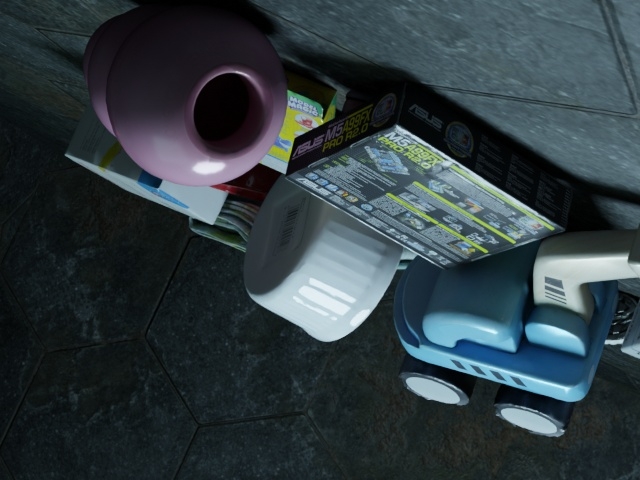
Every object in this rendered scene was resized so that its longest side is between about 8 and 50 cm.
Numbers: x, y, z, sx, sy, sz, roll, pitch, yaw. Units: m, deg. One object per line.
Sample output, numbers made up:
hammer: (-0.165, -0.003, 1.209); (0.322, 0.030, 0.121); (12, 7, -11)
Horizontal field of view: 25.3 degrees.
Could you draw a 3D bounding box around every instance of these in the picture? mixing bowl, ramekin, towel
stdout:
mixing bowl: (-0.094, -0.118, 2.320); (0.181, 0.098, 0.181); (13, 178, 1)
ramekin: (0.000, 0.000, 2.143); (0.135, 0.277, 0.277); (25, 175, -24)
towel: (-0.014, -0.025, 2.508); (0.374, 0.090, 0.320); (2, -169, -33)

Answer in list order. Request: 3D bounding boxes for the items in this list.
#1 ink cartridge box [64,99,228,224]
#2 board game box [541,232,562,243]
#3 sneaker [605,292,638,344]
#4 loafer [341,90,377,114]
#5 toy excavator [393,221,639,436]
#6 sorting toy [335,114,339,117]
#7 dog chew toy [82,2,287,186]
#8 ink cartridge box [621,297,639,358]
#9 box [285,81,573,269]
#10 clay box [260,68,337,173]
ink cartridge box: (-0.273, -0.159, 2.411); (0.232, 0.168, 0.171); (21, 173, 34)
board game box: (0.289, -0.003, 1.986); (0.168, 0.033, 0.133); (20, -172, 36)
sneaker: (0.436, 0.122, 2.386); (0.271, 0.100, 0.108); (19, 177, 45)
loafer: (0.106, -0.099, 1.785); (0.096, 0.084, 0.267); (20, 173, 38)
toy excavator: (0.282, 0.073, 1.812); (0.433, 0.222, 0.445); (14, 158, 22)
sorting toy: (-0.004, -0.159, 1.985); (0.208, 0.038, 0.193); (29, 174, -2)
dog chew toy: (-0.178, -0.187, 1.681); (0.206, 0.206, 0.332); (28, -179, -34)
ink cartridge box: (0.461, 0.096, 1.867); (0.072, 0.127, 0.175); (22, 175, 5)
box: (0.127, -0.068, 1.694); (0.270, 0.060, 0.216); (29, 150, -27)
clay box: (-0.047, -0.159, 1.848); (0.127, 0.053, 0.222); (24, 156, 7)
